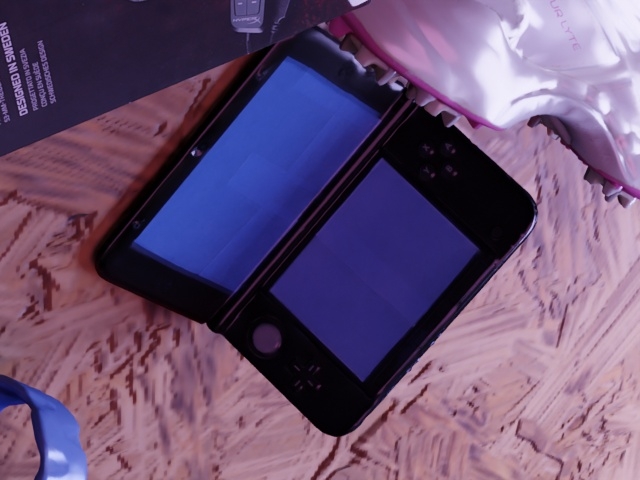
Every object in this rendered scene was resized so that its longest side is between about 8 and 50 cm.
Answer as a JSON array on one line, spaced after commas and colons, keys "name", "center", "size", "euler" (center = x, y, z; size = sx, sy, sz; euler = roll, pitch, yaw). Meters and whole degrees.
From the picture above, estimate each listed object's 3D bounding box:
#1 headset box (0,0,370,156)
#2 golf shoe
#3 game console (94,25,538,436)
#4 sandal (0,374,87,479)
[{"name": "headset box", "center": [-0.140, -0.125, 0.502], "size": [0.293, 0.110, 0.218], "euler": [-24, 138, -18]}, {"name": "golf shoe", "center": [0.124, -0.097, 0.740], "size": [0.306, 0.115, 0.140], "euler": [19, 111, -48]}, {"name": "game console", "center": [0.000, 0.000, 0.758], "size": [0.144, 0.124, 0.085], "euler": [-49, 166, 13]}, {"name": "sandal", "center": [-0.158, 0.174, 0.773], "size": [0.138, 0.126, 0.317], "euler": [-24, 140, -24]}]
